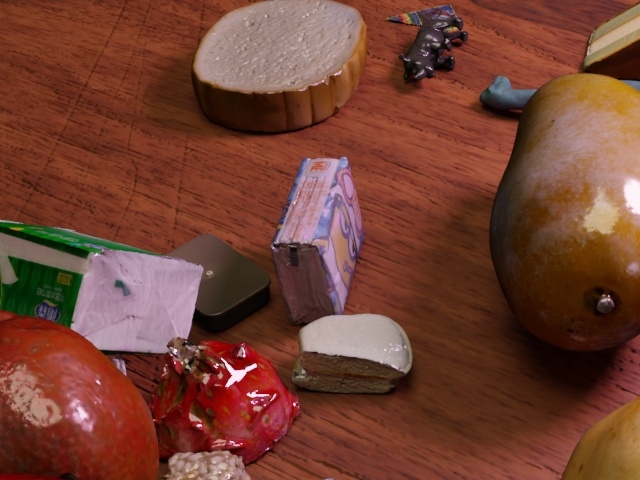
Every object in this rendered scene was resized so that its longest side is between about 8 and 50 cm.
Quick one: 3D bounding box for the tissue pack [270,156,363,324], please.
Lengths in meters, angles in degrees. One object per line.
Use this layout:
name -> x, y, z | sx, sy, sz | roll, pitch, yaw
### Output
tissue pack -> 0.000, 0.000, 1.724 | 0.065, 0.115, 0.155 | 1, 40, 16

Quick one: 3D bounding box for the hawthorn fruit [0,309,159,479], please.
hawthorn fruit -> -0.271, 0.154, 1.467 | 0.211, 0.210, 0.262 | -22, 79, -17

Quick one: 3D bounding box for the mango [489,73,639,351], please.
mango -> 0.271, -0.038, 1.641 | 0.199, 0.221, 0.384 | 16, 33, -11

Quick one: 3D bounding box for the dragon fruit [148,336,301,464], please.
dragon fruit -> -0.100, 0.139, 1.577 | 0.153, 0.111, 0.153 | -5, 42, 4

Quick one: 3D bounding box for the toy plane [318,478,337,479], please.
toy plane -> -0.011, 0.241, 1.493 | 0.083, 0.031, 0.078 | 2, 24, 10

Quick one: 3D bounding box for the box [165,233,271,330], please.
box -> -0.119, 0.046, 1.757 | 0.091, 0.031, 0.126 | -32, 44, -27

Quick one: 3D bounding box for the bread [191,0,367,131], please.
bread -> -0.050, -0.225, 2.054 | 0.236, 0.070, 0.236 | -5, 40, 4

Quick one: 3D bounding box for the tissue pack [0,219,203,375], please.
tissue pack -> -0.252, 0.071, 1.647 | 0.209, 0.156, 0.148 | 14, 1, 45

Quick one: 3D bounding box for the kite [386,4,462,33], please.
kite -> 0.148, -0.291, 2.150 | 0.122, 0.004, 0.090 | 14, 44, 27

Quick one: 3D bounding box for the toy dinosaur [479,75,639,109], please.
toy dinosaur -> 0.333, -0.093, 1.812 | 0.331, 0.129, 0.383 | -10, 38, 16

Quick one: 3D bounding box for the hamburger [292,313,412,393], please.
hamburger -> 0.036, 0.110, 1.634 | 0.121, 0.054, 0.084 | 4, 36, 12

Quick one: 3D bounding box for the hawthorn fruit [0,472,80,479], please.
hawthorn fruit -> -0.200, 0.372, 1.117 | 0.403, 0.402, 0.402 | -5, 38, 4

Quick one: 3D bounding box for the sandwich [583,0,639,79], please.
sandwich -> 0.419, -0.284, 1.979 | 0.187, 0.144, 0.117 | 4, 38, 15

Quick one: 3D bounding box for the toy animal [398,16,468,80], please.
toy animal -> 0.139, -0.238, 2.055 | 0.065, 0.047, 0.135 | 3, 41, 22

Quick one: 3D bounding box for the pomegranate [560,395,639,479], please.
pomegranate -> 0.326, 0.241, 1.244 | 0.307, 0.307, 0.307 | -5, 38, 4

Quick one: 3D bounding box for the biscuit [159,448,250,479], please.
biscuit -> -0.107, 0.266, 1.449 | 0.082, 0.070, 0.168 | -9, 40, 10
